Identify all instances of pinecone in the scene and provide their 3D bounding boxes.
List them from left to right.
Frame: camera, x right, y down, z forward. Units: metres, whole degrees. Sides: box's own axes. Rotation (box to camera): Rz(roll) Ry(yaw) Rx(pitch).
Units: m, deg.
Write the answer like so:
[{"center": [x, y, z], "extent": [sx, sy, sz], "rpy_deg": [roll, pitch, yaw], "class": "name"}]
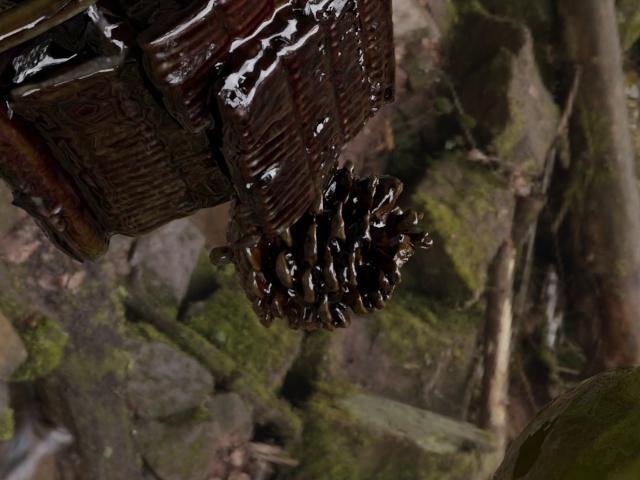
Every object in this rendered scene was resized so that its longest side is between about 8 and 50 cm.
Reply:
[{"center": [-0.005, 0.008, 1.180], "extent": [0.243, 0.257, 0.243], "rpy_deg": [-163, -90, -78], "class": "pinecone"}]

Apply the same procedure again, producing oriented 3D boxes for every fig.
[{"center": [0.298, 0.275, 0.871], "extent": [0.343, 0.343, 0.343], "rpy_deg": [-27, 122, -53], "class": "fig"}]

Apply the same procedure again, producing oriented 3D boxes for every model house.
[{"center": [-0.090, -0.162, 0.662], "extent": [0.317, 0.282, 0.297], "rpy_deg": [72, 0, -56], "class": "model house"}]
